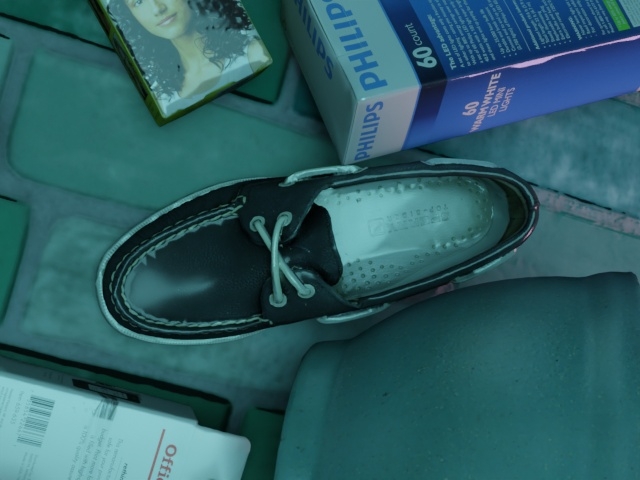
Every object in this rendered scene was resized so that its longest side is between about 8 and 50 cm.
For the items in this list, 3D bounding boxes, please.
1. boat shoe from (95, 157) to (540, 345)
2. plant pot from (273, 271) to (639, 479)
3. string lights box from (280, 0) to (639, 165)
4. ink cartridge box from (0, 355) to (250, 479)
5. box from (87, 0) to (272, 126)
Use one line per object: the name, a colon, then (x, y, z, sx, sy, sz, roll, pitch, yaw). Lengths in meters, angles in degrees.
boat shoe: (0.000, 0.000, 0.636, 0.303, 0.091, 0.114, -18, 94, -14)
plant pot: (0.082, 0.157, 0.584, 0.196, 0.293, 0.293, 4, 89, 13)
string lights box: (0.117, -0.153, 0.647, 0.260, 0.076, 0.133, -15, 64, -13)
ink cartridge box: (-0.148, 0.149, 0.615, 0.180, 0.060, 0.104, 18, 87, -14)
box: (-0.125, -0.198, 0.621, 0.087, 0.058, 0.232, -31, 97, -12)
